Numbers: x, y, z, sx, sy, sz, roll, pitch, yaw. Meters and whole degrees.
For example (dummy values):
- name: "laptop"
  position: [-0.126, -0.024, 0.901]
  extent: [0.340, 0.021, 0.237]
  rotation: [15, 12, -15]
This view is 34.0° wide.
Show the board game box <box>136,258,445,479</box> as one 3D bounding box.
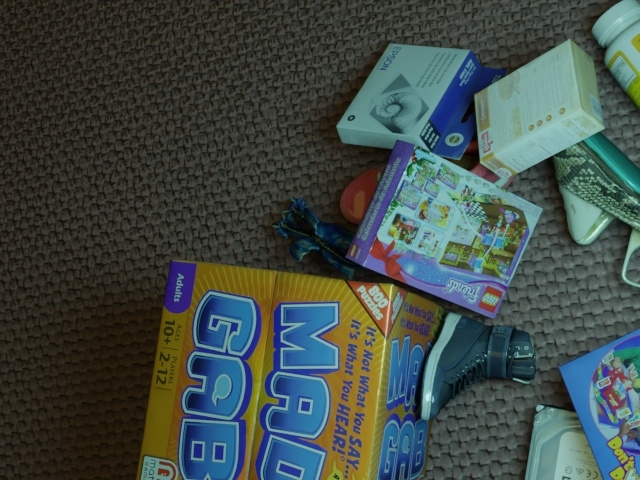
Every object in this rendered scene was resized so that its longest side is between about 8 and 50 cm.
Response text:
- name: "board game box"
  position: [-0.031, 0.243, 1.656]
  extent: [0.356, 0.356, 0.357]
  rotation: [6, 84, 20]

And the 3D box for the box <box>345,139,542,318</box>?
- name: "box"
  position: [0.201, -0.013, 1.661]
  extent: [0.057, 0.293, 0.201]
  rotation: [26, 93, 57]

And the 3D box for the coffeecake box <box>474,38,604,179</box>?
- name: "coffeecake box"
  position: [0.333, -0.200, 1.619]
  extent: [0.185, 0.068, 0.142]
  rotation: [-28, 47, 37]

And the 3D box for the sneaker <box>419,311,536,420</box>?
- name: "sneaker"
  position: [0.252, 0.209, 1.658]
  extent: [0.163, 0.086, 0.226]
  rotation: [14, 42, 17]

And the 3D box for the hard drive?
- name: "hard drive"
  position: [0.426, 0.441, 1.623]
  extent: [0.236, 0.064, 0.339]
  rotation: [9, 85, 21]

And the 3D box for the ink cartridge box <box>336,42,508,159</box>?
- name: "ink cartridge box"
  position: [0.170, -0.239, 1.756]
  extent: [0.224, 0.045, 0.223]
  rotation: [11, 55, 30]

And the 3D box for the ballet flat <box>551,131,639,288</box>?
- name: "ballet flat"
  position: [0.506, -0.021, 1.629]
  extent: [0.482, 0.164, 0.182]
  rotation: [37, 110, 18]

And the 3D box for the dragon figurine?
- name: "dragon figurine"
  position: [0.000, 0.000, 1.768]
  extent: [0.144, 0.289, 0.085]
  rotation: [22, 100, -13]

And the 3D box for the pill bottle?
- name: "pill bottle"
  position: [0.528, -0.281, 1.672]
  extent: [0.117, 0.117, 0.208]
  rotation: [-37, 72, 11]

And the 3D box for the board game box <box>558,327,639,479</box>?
- name: "board game box"
  position: [0.512, 0.289, 1.490]
  extent: [0.233, 0.078, 0.347]
  rotation: [-30, 52, 21]

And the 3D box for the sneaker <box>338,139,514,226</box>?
- name: "sneaker"
  position: [0.165, -0.112, 1.762]
  extent: [0.313, 0.136, 0.116]
  rotation: [-18, 75, 16]
